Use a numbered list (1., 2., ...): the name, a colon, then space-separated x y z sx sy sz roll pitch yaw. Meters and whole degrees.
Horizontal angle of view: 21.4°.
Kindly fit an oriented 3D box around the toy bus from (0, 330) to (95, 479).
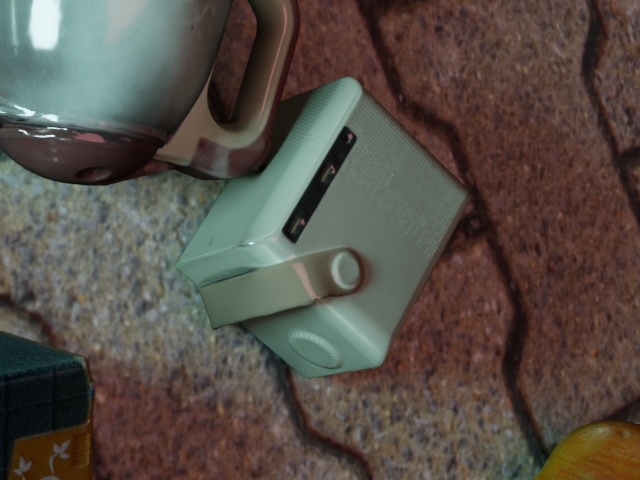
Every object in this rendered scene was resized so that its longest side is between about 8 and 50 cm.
1. toy bus: -0.309 0.164 1.270 0.275 0.139 0.167 -9 106 -47

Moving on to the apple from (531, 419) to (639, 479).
1. apple: 0.284 0.273 1.657 0.173 0.195 0.160 34 34 8

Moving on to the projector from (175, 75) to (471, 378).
1. projector: 0.000 0.000 1.534 0.177 0.163 0.242 43 58 -20

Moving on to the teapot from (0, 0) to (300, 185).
1. teapot: -0.152 -0.194 1.433 0.315 0.233 0.312 10 85 -36
